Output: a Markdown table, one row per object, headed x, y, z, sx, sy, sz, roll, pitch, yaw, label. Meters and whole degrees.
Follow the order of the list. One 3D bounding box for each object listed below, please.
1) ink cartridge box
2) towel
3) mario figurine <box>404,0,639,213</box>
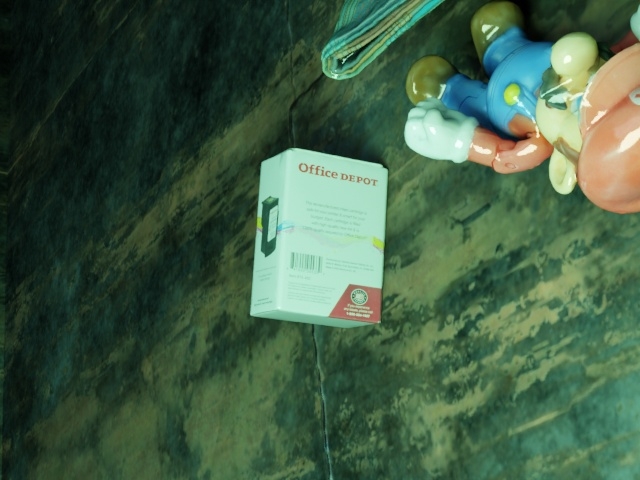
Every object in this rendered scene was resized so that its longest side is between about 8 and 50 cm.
| x | y | z | sx | sy | sz | roll | pitch | yaw | label |
| --- | --- | --- | --- | --- | --- | --- | --- | --- | --- |
| 0.000 | 0.000 | 1.346 | 0.072 | 0.127 | 0.175 | -17 | 67 | 61 | ink cartridge box |
| 0.113 | -0.357 | 1.231 | 0.271 | 0.040 | 0.370 | -34 | 36 | 51 | towel |
| 0.187 | -0.141 | 1.022 | 0.320 | 0.170 | 0.198 | 35 | 110 | 60 | mario figurine |
